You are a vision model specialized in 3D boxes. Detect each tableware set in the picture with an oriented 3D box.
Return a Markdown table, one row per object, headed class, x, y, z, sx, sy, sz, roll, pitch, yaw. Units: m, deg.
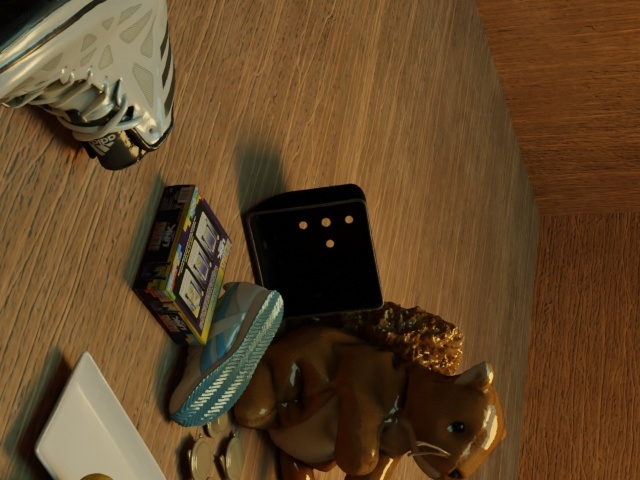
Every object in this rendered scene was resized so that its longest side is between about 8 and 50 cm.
| class | x | y | z | sx | sy | sz | roll | pitch | yaw |
| --- | --- | --- | --- | --- | --- | --- | --- | --- | --- |
| tableware set | -0.150 | 0.311 | 1.641 | 0.168 | 0.020 | 0.141 | -61 | 145 | -55 |

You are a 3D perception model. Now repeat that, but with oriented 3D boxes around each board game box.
| class | x | y | z | sx | sy | sz | roll | pitch | yaw |
| --- | --- | --- | --- | --- | --- | --- | --- | --- | --- |
| board game box | -0.180 | 0.033 | 1.551 | 0.141 | 0.048 | 0.170 | 65 | 31 | -49 |

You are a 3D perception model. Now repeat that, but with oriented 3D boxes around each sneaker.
| class | x | y | z | sx | sy | sz | roll | pitch | yaw |
| --- | --- | --- | --- | --- | --- | --- | --- | --- | --- |
| sneaker | -0.251 | -0.167 | 1.221 | 0.447 | 0.169 | 0.257 | -62 | 142 | -57 |
| sneaker | -0.143 | 0.156 | 1.592 | 0.228 | 0.092 | 0.087 | -55 | 145 | -27 |

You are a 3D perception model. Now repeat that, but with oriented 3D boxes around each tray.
| class | x | y | z | sx | sy | sz | roll | pitch | yaw |
| --- | --- | --- | --- | --- | --- | --- | --- | --- | --- |
| tray | -0.258 | 0.269 | 1.352 | 0.145 | 0.030 | 0.270 | -72 | 151 | -43 |

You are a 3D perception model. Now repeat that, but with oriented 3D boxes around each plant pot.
| class | x | y | z | sx | sy | sz | roll | pitch | yaw |
| --- | --- | --- | --- | --- | --- | --- | --- | --- | --- |
| plant pot | 0.000 | 0.000 | 1.860 | 0.167 | 0.187 | 0.188 | -77 | 157 | -65 |

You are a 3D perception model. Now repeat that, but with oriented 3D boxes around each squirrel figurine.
| class | x | y | z | sx | sy | sz | roll | pitch | yaw |
| --- | --- | --- | --- | --- | --- | --- | --- | --- | --- |
| squirrel figurine | 0.115 | 0.228 | 1.845 | 0.397 | 0.370 | 0.281 | -70 | 150 | -44 |

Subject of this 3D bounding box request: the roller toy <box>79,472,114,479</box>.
| class | x | y | z | sx | sy | sz | roll | pitch | yaw |
| --- | --- | --- | --- | --- | --- | --- | --- | --- | --- |
| roller toy | -0.246 | 0.371 | 1.212 | 0.191 | 0.146 | 0.209 | -35 | 118 | -54 |
